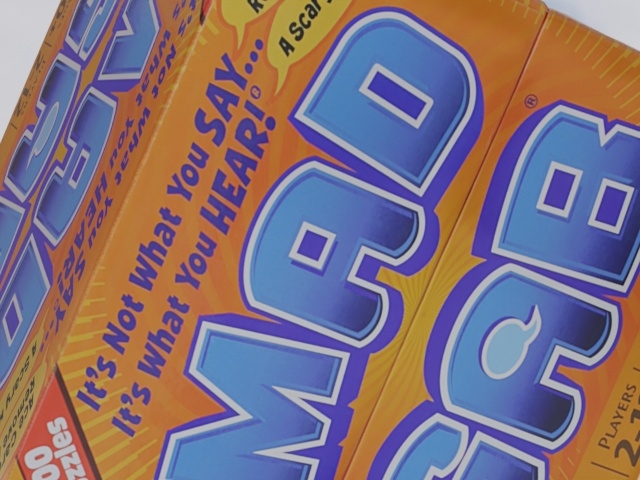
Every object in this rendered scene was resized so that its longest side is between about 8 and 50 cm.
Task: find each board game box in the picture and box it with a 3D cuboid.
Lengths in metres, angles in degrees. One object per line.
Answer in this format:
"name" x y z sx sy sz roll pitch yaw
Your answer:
"board game box" 0.000 0.000 1.185 0.356 0.356 0.356 22 4 -21
